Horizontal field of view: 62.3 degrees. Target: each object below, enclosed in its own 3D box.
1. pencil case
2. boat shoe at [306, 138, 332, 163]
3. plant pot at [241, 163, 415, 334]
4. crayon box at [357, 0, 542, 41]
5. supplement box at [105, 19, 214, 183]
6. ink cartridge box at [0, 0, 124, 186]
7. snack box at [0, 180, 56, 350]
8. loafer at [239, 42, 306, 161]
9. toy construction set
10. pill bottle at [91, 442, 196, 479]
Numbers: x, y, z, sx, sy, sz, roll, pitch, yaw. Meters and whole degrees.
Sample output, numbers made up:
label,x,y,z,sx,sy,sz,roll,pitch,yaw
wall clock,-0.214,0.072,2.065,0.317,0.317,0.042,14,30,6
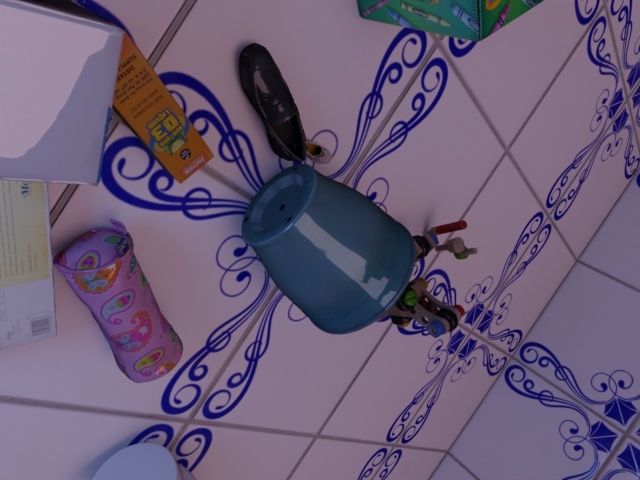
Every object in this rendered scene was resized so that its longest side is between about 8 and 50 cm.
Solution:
label,x,y,z,sx,sy,sz,roll,pitch,yaw
pencil case,-0.320,0.107,0.874,0.124,0.124,0.284,-31,132,-25
boat shoe,-0.007,-0.174,1.045,0.100,0.035,0.035,26,96,-48
plant pot,0.000,0.000,1.011,0.272,0.271,0.255,-51,125,-4
crayon box,0.211,-0.429,0.898,0.165,0.278,0.081,-36,134,-20
supplement box,-0.253,-0.193,0.773,0.078,0.080,0.233,-43,139,-10
ink cartridge box,-0.346,-0.184,0.574,0.168,0.232,0.171,-1,116,-40
snack box,-0.470,0.011,0.715,0.187,0.060,0.322,-11,123,-39
loafer,-0.073,-0.231,0.913,0.076,0.078,0.223,-39,136,-18
toy construction set,0.236,0.089,1.366,0.257,0.237,0.309,46,61,-19
pill bottle,-0.337,0.599,1.109,0.210,0.210,0.363,-30,133,-26
